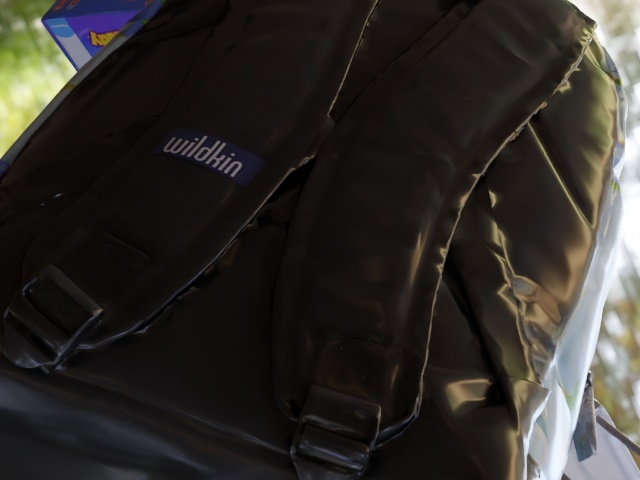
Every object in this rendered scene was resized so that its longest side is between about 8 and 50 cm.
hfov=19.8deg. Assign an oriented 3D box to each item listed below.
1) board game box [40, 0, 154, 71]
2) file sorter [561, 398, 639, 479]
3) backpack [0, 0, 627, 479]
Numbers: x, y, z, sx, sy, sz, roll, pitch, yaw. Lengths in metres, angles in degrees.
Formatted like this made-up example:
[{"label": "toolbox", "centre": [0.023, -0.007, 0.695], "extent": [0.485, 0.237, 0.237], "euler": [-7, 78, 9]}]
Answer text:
[{"label": "board game box", "centre": [-0.046, -0.275, 1.540], "extent": [0.233, 0.078, 0.347], "euler": [3, -132, 41]}, {"label": "file sorter", "centre": [0.222, 0.324, 1.667], "extent": [0.277, 0.193, 0.173], "euler": [-36, -152, -9]}, {"label": "backpack", "centre": [0.000, 0.000, 0.833], "extent": [0.273, 0.290, 0.356], "euler": [95, 15, -56]}]
